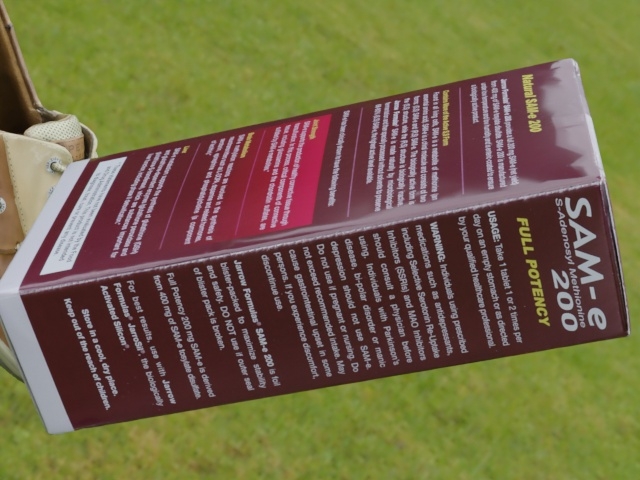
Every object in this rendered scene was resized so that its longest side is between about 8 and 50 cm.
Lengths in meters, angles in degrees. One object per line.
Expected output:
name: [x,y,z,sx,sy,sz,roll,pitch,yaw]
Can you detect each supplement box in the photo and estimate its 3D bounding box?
supplement box: [0.000,0.000,0.577,0.130,0.239,0.073,-79,155,-62]

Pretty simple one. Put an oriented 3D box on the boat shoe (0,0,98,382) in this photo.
boat shoe: [-0.218,-0.047,0.950,0.122,0.120,0.324,-70,137,-70]
